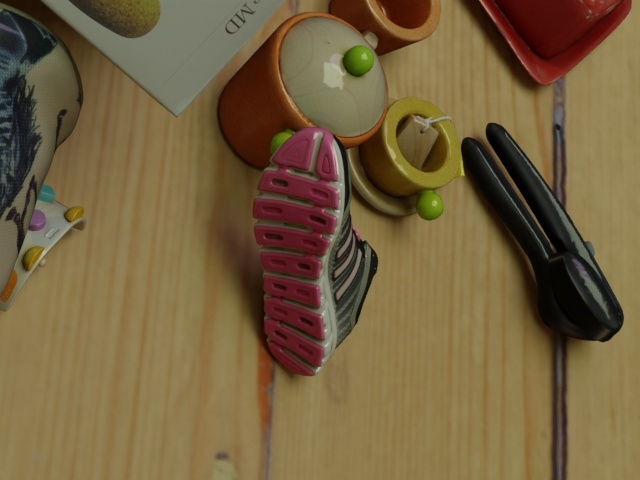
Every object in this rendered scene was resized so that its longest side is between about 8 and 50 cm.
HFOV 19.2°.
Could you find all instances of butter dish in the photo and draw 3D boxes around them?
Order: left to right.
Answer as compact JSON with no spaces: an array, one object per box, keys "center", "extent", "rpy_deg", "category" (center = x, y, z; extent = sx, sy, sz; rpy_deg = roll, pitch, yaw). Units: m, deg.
[{"center":[0.197,-0.230,1.472],"extent":[0.160,0.118,0.160],"rpy_deg":[55,49,-7],"category":"butter dish"}]

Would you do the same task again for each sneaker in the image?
[{"center":[0.000,0.000,1.236],"extent":[0.075,0.063,0.170],"rpy_deg":[-37,133,-53],"category":"sneaker"}]

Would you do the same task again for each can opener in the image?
[{"center":[0.168,-0.006,1.402],"extent":[0.059,0.073,0.186],"rpy_deg":[-22,77,-33],"category":"can opener"}]

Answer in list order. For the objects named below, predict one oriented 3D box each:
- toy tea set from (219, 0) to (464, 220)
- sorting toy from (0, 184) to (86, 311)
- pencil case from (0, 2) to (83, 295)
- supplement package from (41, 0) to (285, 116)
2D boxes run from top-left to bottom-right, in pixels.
[{"center":[0.024,-0.185,1.319],"extent":[0.200,0.124,0.336],"rpy_deg":[4,70,-36],"category":"toy tea set"},{"center":[-0.192,-0.014,1.149],"extent":[0.075,0.045,0.083],"rpy_deg":[36,52,3],"category":"sorting toy"},{"center":[-0.257,0.047,0.978],"extent":[0.183,0.160,0.410],"rpy_deg":[72,30,-53],"category":"pencil case"},{"center":[-0.134,-0.207,1.043],"extent":[0.139,0.134,0.244],"rpy_deg":[-47,123,4],"category":"supplement package"}]
